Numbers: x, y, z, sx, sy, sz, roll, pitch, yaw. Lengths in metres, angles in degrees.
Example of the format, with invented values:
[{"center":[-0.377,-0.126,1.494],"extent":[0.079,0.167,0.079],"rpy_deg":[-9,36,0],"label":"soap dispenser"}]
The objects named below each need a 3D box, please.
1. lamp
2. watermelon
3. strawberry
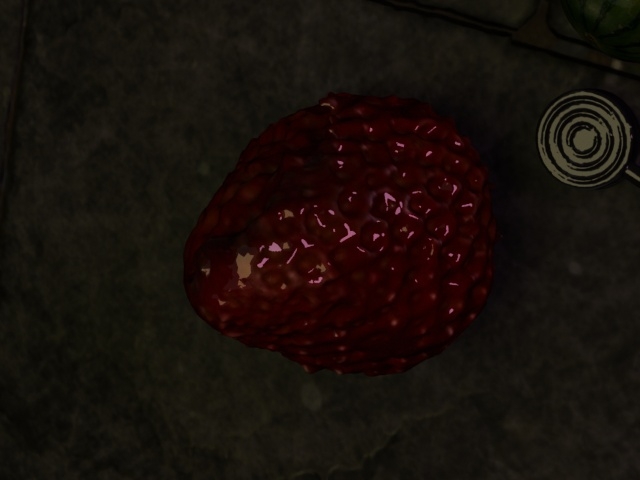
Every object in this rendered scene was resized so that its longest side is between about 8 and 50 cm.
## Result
[{"center":[0.265,0.034,1.115],"extent":[0.371,0.108,0.130],"rpy_deg":[51,118,15],"label":"lamp"},{"center":[0.197,-0.161,1.131],"extent":[0.109,0.109,0.109],"rpy_deg":[7,104,29],"label":"watermelon"},{"center":[0.000,0.000,1.192],"extent":[0.205,0.244,0.205],"rpy_deg":[5,101,30],"label":"strawberry"}]
